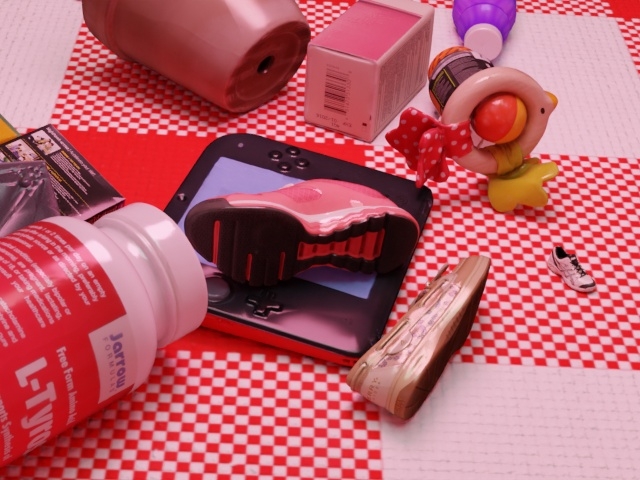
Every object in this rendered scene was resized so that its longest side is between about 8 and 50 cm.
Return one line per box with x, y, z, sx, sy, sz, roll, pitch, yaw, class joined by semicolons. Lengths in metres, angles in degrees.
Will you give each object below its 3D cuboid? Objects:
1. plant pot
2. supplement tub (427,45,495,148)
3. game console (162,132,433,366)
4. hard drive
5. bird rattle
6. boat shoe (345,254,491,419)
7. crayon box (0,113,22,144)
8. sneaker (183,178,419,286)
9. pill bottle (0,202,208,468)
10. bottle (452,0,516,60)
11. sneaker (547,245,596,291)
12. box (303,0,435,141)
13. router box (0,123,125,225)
-0.175;-0.365;2.015;0.323;0.323;0.280;-31;66;-37;plant pot
0.244;-0.227;1.989;0.117;0.117;0.190;-6;39;-13;supplement tub
-0.046;-0.003;1.699;0.341;0.060;0.387;13;41;11;game console
-0.454;-0.014;1.546;0.254;0.054;0.172;-10;53;-19;hard drive
0.235;-0.161;1.817;0.253;0.207;0.143;23;18;-20;bird rattle
0.133;0.102;1.552;0.089;0.105;0.285;22;41;18;boat shoe
-0.585;-0.138;1.816;0.323;0.083;0.203;-22;45;-31;crayon box
-0.034;-0.022;1.629;0.313;0.116;0.136;2;31;-22;sneaker
-0.335;0.112;1.388;0.407;0.229;0.229;-29;48;-36;pill bottle
0.301;-0.422;2.273;0.118;0.092;0.283;6;37;3;bottle
0.347;0.038;1.714;0.032;0.037;0.083;-23;46;-34;sneaker
0.081;-0.289;2.028;0.126;0.149;0.232;19;38;20;box
-0.382;-0.075;1.748;0.133;0.046;0.179;-30;65;-37;router box
